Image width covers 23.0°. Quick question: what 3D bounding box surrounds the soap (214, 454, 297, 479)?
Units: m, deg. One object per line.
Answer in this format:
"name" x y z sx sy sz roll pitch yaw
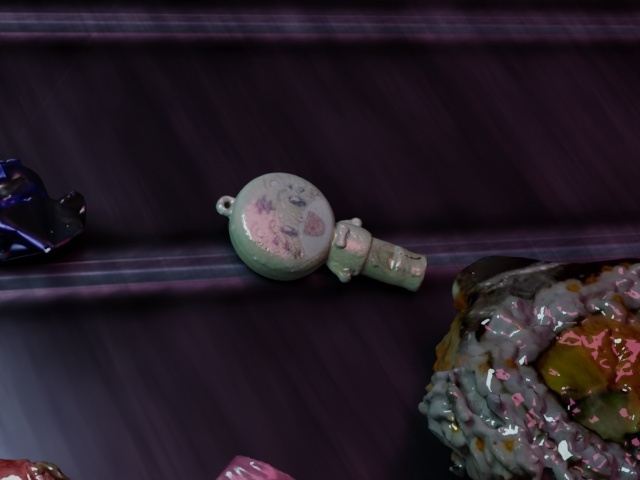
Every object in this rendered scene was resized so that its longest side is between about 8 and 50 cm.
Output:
"soap" -0.095 0.379 1.438 0.233 0.128 0.359 39 51 11

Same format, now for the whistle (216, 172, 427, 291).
"whistle" 0.000 0.000 1.819 0.258 0.067 0.126 18 62 -11

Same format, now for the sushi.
"sushi" 0.304 0.182 1.683 0.417 0.176 0.417 9 43 -9

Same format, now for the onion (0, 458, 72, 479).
"onion" -0.368 0.252 1.290 0.385 0.348 0.348 -14 56 -1

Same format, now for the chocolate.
"chocolate" -0.410 -0.034 1.656 0.343 0.126 0.148 -8 46 -26
